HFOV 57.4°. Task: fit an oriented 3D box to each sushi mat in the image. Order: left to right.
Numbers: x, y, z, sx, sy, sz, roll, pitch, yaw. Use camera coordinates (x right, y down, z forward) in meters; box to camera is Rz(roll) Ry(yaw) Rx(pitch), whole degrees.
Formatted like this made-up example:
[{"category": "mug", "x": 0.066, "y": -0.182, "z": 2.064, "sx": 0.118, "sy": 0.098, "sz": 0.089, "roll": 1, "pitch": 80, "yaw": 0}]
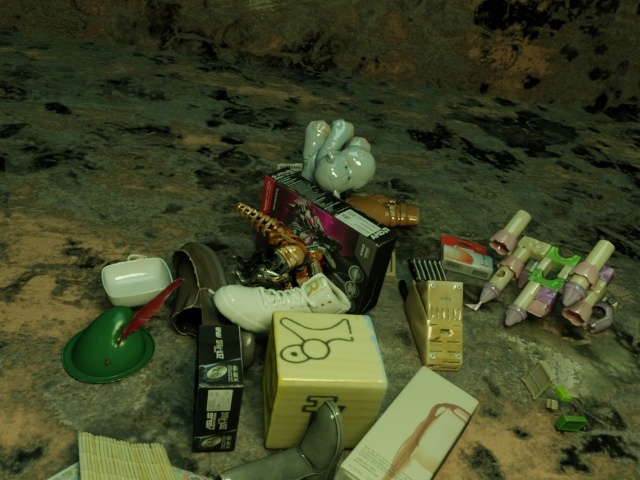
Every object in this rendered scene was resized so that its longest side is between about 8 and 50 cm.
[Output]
[{"category": "sushi mat", "x": -0.281, "y": 0.355, "z": 0.871, "sx": 0.151, "sy": 0.019, "sz": 0.316, "roll": 17, "pitch": -4, "yaw": -24}]

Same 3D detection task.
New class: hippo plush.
[{"category": "hippo plush", "x": 0.032, "y": -0.235, "z": 1.686, "sx": 0.294, "sy": 0.234, "sz": 0.236, "roll": -14, "pitch": 11, "yaw": -10}]

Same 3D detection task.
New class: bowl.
[{"category": "bowl", "x": -0.401, "y": 0.098, "z": 1.281, "sx": 0.142, "sy": 0.053, "sz": 0.142, "roll": -9, "pitch": 32, "yaw": -23}]

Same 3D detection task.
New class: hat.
[{"category": "hat", "x": -0.409, "y": 0.150, "z": 1.160, "sx": 0.173, "sy": 0.183, "sz": 0.208, "roll": 30, "pitch": 38, "yaw": 25}]

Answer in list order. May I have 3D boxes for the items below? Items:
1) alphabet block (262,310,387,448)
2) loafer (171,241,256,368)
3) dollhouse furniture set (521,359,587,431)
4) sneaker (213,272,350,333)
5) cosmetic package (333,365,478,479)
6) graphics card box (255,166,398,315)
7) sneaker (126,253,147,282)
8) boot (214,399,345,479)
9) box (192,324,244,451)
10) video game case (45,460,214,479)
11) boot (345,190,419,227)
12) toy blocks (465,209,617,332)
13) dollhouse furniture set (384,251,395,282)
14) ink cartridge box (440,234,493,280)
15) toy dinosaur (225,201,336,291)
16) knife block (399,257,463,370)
[{"category": "alphabet block", "x": -0.002, "y": 0.264, "z": 1.114, "sx": 0.197, "sy": 0.193, "sz": 0.192, "roll": 5, "pitch": 32, "yaw": -10}, {"category": "loafer", "x": -0.264, "y": 0.133, "z": 1.275, "sx": 0.130, "sy": 0.134, "sz": 0.366, "roll": -10, "pitch": 40, "yaw": -29}, {"category": "dollhouse furniture set", "x": 0.515, "y": 0.340, "z": 1.281, "sx": 0.058, "sy": 0.076, "sz": 0.151, "roll": 12, "pitch": 34, "yaw": -24}, {"category": "sneaker", "x": -0.067, "y": 0.117, "z": 1.217, "sx": 0.292, "sy": 0.169, "sz": 0.108, "roll": 25, "pitch": 29, "yaw": -43}, {"category": "cosmetic package", "x": 0.147, "y": 0.379, "z": 1.034, "sx": 0.129, "sy": 0.153, "sz": 0.296, "roll": 30, "pitch": 39, "yaw": 22}, {"category": "graphics card box", "x": 0.000, "y": 0.000, "z": 1.463, "sx": 0.371, "sy": 0.233, "sz": 0.094, "roll": 33, "pitch": 38, "yaw": 27}, {"category": "sneaker", "x": -0.412, "y": 0.082, "z": 1.361, "sx": 0.051, "sy": 0.070, "sz": 0.134, "roll": -21, "pitch": 47, "yaw": -42}, {"category": "boot", "x": -0.069, "y": 0.364, "z": 0.968, "sx": 0.208, "sy": 0.189, "sz": 0.076, "roll": -1, "pitch": 20, "yaw": -25}, {"category": "box", "x": -0.189, "y": 0.268, "z": 1.062, "sx": 0.077, "sy": 0.180, "sz": 0.147, "roll": 3, "pitch": 35, "yaw": -13}, {"category": "video game case", "x": -0.282, "y": 0.379, "z": 0.892, "sx": 0.206, "sy": 0.026, "sz": 0.227, "roll": 16, "pitch": -5, "yaw": 5}, {"category": "boot", "x": 0.177, "y": -0.060, "z": 1.722, "sx": 0.220, "sy": 0.109, "sz": 0.283, "roll": 12, "pitch": 21, "yaw": 8}, {"category": "toy blocks", "x": 0.567, "y": 0.139, "z": 1.499, "sx": 0.288, "sy": 0.309, "sz": 0.260, "roll": 27, "pitch": 68, "yaw": 40}, {"category": "dollhouse furniture set", "x": 0.136, "y": 0.026, "z": 1.563, "sx": 0.151, "sy": 0.123, "sz": 0.144, "roll": 11, "pitch": 34, "yaw": -1}, {"category": "ink cartridge box", "x": 0.428, "y": 0.035, "z": 1.714, "sx": 0.145, "sy": 0.045, "sz": 0.179, "roll": 15, "pitch": 37, "yaw": 3}, {"category": "toy dinosaur", "x": -0.094, "y": 0.049, "z": 1.354, "sx": 0.322, "sy": 0.218, "sz": 0.164, "roll": 59, "pitch": 10, "yaw": -2}, {"category": "knife block", "x": 0.262, "y": 0.175, "z": 1.442, "sx": 0.088, "sy": 0.242, "sz": 0.275, "roll": 4, "pitch": 80, "yaw": -10}]
